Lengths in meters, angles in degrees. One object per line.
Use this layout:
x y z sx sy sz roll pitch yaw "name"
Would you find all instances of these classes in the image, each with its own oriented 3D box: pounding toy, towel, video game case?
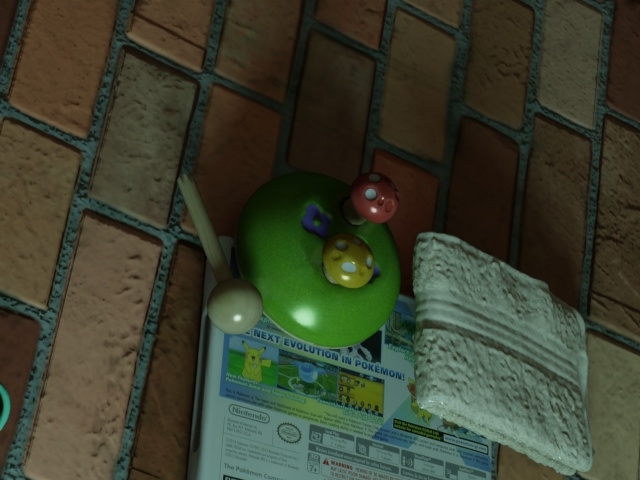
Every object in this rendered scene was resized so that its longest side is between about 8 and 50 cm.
0.000 0.000 1.812 0.237 0.110 0.183 2 66 -35 "pounding toy"
0.190 0.119 1.927 0.282 0.049 0.187 26 54 -43 "towel"
0.027 0.176 1.842 0.329 0.036 0.300 18 59 -26 "video game case"

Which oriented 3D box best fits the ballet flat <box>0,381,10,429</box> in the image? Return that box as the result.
-0.358 0.158 1.545 0.247 0.087 0.083 -19 81 -39 "ballet flat"
